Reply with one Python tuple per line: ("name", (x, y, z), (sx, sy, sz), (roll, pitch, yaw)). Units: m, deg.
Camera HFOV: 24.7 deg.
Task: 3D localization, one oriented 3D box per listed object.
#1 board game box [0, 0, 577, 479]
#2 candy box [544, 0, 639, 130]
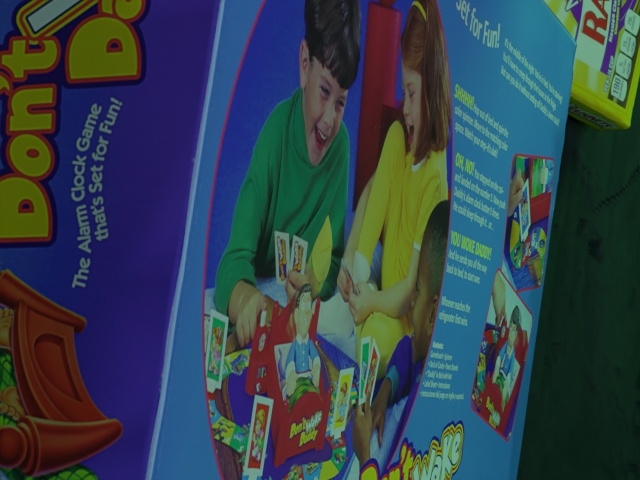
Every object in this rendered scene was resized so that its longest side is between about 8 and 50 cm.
("board game box", (0.000, 0.000, 0.487), (0.347, 0.078, 0.233), (20, 78, -68))
("candy box", (0.138, -0.168, 0.738), (0.105, 0.027, 0.205), (19, 80, -40))
